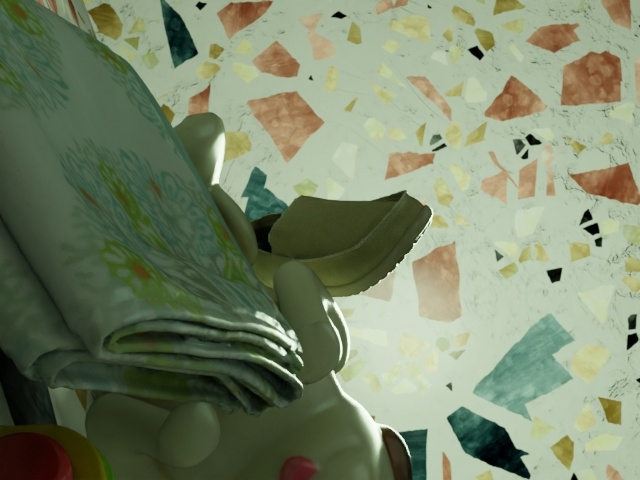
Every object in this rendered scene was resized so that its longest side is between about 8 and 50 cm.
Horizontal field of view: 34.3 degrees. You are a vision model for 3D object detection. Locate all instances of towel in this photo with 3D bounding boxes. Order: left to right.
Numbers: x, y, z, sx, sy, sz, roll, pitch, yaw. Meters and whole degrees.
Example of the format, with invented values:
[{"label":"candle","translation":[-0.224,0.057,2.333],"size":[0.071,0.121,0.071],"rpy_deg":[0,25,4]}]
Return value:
[{"label":"towel","translation":[-0.165,-0.050,0.709],"size":[0.374,0.090,0.320],"rpy_deg":[54,7,21]}]

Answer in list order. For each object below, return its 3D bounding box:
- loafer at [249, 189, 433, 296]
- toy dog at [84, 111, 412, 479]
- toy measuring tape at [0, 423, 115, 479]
[{"label":"loafer","translation":[0.000,0.000,1.048],"size":[0.268,0.102,0.092],"rpy_deg":[-20,-64,49]},{"label":"toy dog","translation":[-0.102,0.162,0.985],"size":[0.408,0.284,0.395],"rpy_deg":[49,-29,14]},{"label":"toy measuring tape","translation":[-0.206,0.142,0.732],"size":[0.121,0.121,0.330],"rpy_deg":[72,-3,-45]}]
